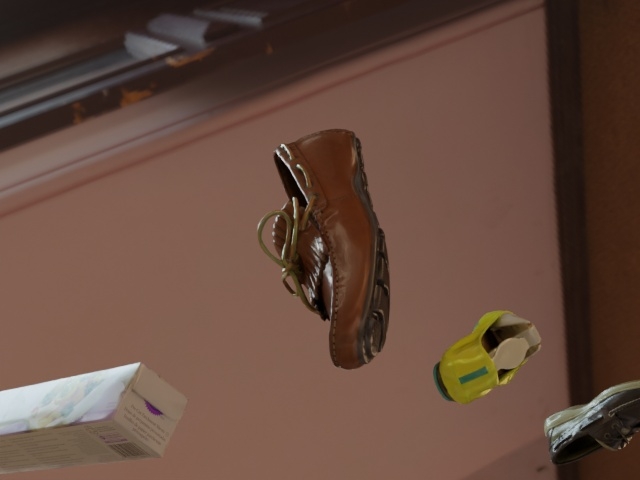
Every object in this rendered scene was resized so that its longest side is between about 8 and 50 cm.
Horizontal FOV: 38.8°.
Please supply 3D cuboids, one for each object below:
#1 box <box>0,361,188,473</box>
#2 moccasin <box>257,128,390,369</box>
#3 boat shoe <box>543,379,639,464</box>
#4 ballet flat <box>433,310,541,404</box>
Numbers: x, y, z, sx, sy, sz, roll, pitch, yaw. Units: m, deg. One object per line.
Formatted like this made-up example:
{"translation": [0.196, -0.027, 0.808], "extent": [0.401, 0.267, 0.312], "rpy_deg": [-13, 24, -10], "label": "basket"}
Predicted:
{"translation": [-0.263, 0.179, 0.881], "extent": [0.324, 0.063, 0.067], "rpy_deg": [-17, 127, 39], "label": "box"}
{"translation": [0.000, -0.002, 1.084], "extent": [0.139, 0.147, 0.380], "rpy_deg": [86, 176, -47], "label": "moccasin"}
{"translation": [0.402, 0.257, 1.260], "extent": [0.223, 0.080, 0.073], "rpy_deg": [-39, 37, 46], "label": "boat shoe"}
{"translation": [0.200, 0.121, 0.999], "extent": [0.077, 0.231, 0.077], "rpy_deg": [-31, 84, 30], "label": "ballet flat"}
